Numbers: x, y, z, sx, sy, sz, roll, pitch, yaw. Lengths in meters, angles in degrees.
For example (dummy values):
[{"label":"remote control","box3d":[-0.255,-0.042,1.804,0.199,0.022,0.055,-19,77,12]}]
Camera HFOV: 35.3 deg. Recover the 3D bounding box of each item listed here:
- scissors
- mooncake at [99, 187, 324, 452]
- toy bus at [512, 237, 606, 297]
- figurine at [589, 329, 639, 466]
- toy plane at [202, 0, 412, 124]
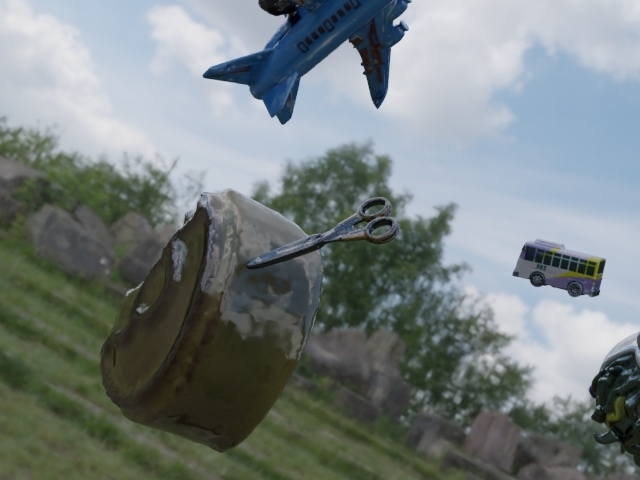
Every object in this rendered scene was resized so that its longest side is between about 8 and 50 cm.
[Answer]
[{"label":"scissors","box3d":[0.000,0.000,1.402,0.088,0.220,0.017,-105,174,-46]},{"label":"mooncake","box3d":[-0.174,0.118,1.589,0.246,0.394,0.393,24,1,-23]},{"label":"toy bus","box3d":[0.292,0.033,1.232,0.102,0.058,0.052,16,7,26]},{"label":"figurine","box3d":[0.545,0.183,1.385,0.382,0.186,0.261,-33,-78,30]},{"label":"toy plane","box3d":[0.015,-0.229,0.985,0.254,0.271,0.105,26,24,-44]}]
